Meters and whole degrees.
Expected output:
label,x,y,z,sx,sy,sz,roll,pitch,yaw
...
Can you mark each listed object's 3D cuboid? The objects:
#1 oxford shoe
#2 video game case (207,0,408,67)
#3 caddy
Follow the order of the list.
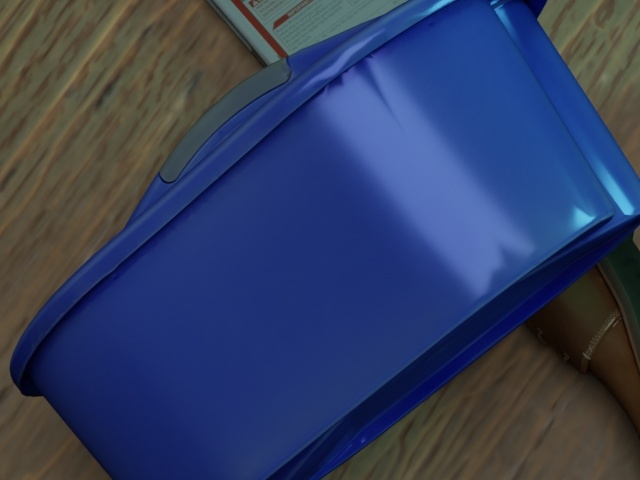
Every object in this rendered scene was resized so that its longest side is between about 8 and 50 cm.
label,x,y,z,sx,sy,sz,roll,pitch,yaw
oxford shoe,0.156,0.048,1.005,0.076,0.076,0.212,-31,73,25
video game case,-0.004,-0.225,1.116,0.204,0.025,0.285,-38,74,-8
caddy,0.000,0.000,0.910,0.341,0.241,0.179,-40,80,16
